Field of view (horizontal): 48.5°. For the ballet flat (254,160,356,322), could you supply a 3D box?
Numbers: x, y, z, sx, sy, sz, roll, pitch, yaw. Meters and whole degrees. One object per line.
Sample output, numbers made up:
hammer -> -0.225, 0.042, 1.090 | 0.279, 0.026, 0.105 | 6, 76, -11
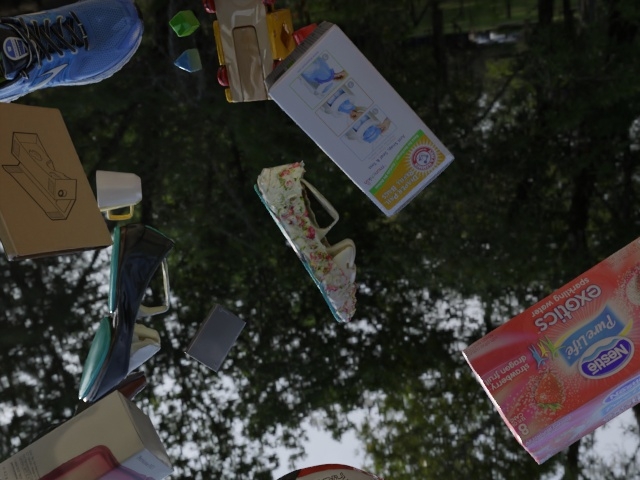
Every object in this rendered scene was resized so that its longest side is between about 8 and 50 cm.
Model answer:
ballet flat -> 0.000, 0.000, 0.952 | 0.077, 0.240, 0.091 | -30, -166, 8

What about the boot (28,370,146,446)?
boot -> -0.386, 0.430, 1.399 | 0.096, 0.280, 0.264 | -22, -165, 42

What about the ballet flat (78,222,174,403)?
ballet flat -> -0.267, 0.112, 1.002 | 0.096, 0.280, 0.095 | 11, -161, -22

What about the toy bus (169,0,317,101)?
toy bus -> -0.088, -0.292, 0.988 | 0.202, 0.191, 0.104 | -49, 178, 31

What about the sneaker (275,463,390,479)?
sneaker -> 0.073, 0.298, 0.702 | 0.270, 0.090, 0.145 | 18, -177, -34

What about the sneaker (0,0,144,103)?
sneaker -> -0.429, -0.288, 1.093 | 0.330, 0.129, 0.147 | -24, -168, -2

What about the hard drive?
hard drive -> -0.244, 0.225, 1.655 | 0.022, 0.094, 0.135 | 9, -116, 53

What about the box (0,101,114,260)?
box -> -0.349, -0.076, 0.873 | 0.021, 0.201, 0.164 | -27, 174, 24

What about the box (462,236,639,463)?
box -> 0.366, 0.148, 0.953 | 0.300, 0.142, 0.154 | -33, -125, 7

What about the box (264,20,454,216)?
box -> 0.042, -0.142, 0.825 | 0.103, 0.203, 0.114 | -43, -162, 9

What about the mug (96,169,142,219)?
mug -> -0.306, -0.074, 1.085 | 0.064, 0.062, 0.078 | -5, 159, -15

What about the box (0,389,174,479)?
box -> -0.395, 0.389, 1.212 | 0.232, 0.148, 0.126 | -32, -123, -9
